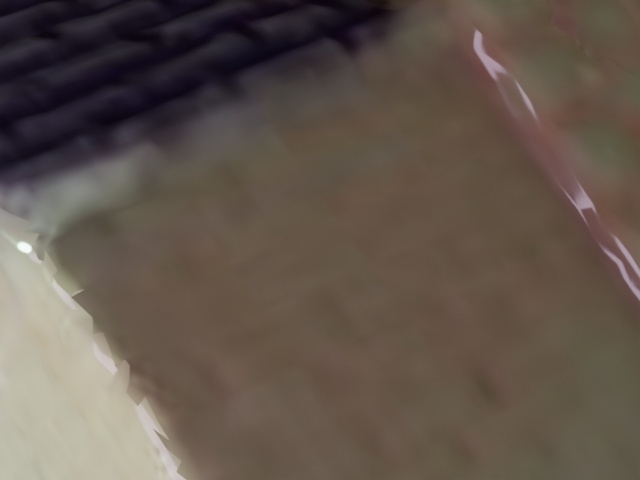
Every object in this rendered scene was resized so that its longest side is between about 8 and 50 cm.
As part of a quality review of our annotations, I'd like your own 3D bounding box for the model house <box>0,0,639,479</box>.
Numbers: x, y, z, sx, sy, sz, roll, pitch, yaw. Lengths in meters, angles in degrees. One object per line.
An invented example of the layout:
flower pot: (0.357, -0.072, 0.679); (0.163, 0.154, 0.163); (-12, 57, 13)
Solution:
model house: (0.000, 0.000, 0.431); (0.237, 0.237, 0.202); (57, 151, 11)
